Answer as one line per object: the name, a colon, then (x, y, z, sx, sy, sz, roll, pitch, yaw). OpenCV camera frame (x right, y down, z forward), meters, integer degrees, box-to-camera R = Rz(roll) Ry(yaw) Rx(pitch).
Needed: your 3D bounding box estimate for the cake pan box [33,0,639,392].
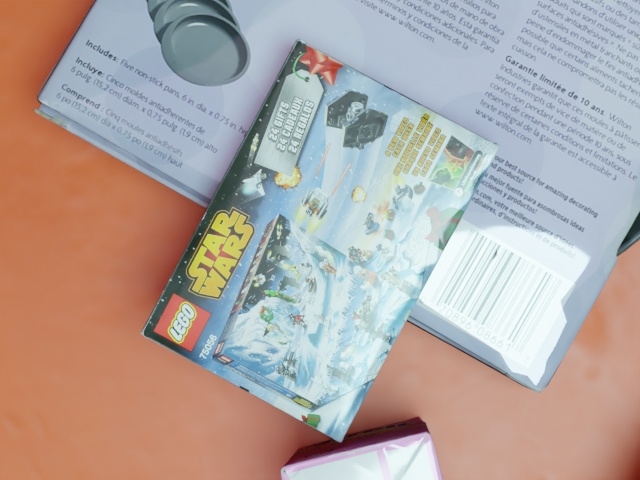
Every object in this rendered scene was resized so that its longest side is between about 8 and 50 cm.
cake pan box: (0.050, -0.097, 0.647, 0.266, 0.070, 0.246, 28, 90, 4)

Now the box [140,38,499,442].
box: (0.000, 0.000, 0.597, 0.094, 0.027, 0.137, 29, 92, 2)

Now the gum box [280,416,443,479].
gum box: (0.038, 0.174, 0.606, 0.062, 0.107, 0.188, -14, 85, 1)
